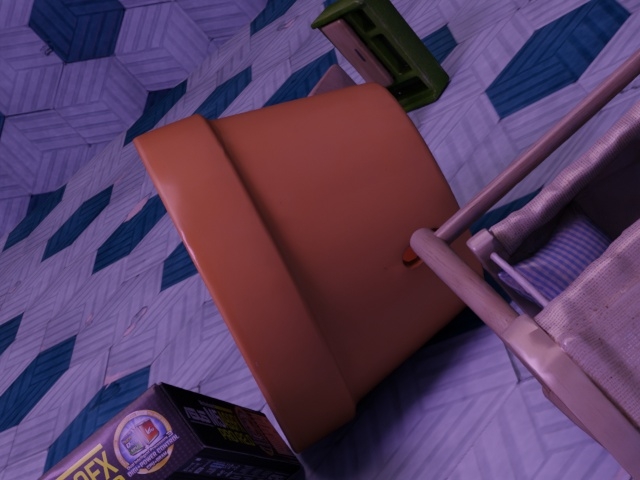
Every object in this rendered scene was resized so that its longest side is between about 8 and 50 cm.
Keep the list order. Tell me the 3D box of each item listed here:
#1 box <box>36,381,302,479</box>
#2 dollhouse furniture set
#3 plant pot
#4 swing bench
[{"bbox_3d":[-0.144,0.207,1.048,0.216,0.060,0.270,-39,-18,4],"label":"box"},{"bbox_3d":[-0.024,-0.150,1.667,0.301,0.151,0.197,-17,32,53],"label":"dollhouse furniture set"},{"bbox_3d":[0.000,0.000,1.146,0.204,0.290,0.291,-28,18,-4],"label":"plant pot"},{"bbox_3d":[0.225,0.003,0.818,0.253,0.165,0.254,-43,19,1],"label":"swing bench"}]
